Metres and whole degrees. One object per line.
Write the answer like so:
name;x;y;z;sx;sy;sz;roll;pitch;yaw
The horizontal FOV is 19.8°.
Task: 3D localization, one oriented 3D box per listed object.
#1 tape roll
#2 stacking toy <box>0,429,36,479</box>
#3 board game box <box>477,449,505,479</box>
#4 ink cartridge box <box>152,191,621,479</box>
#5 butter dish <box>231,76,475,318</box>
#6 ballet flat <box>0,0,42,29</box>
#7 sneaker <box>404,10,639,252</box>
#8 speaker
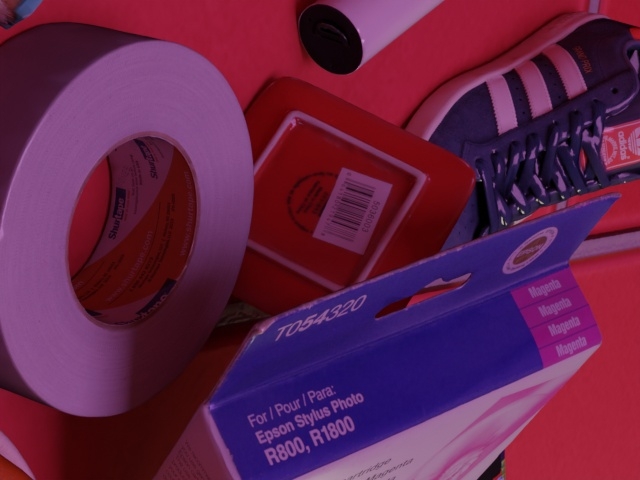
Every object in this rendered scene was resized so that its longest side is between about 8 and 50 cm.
tape roll;-0.132;-0.013;1.057;0.219;0.072;0.219;-28;126;-48
stacking toy;-0.105;0.285;0.845;0.350;0.479;0.351;-26;123;-49
board game box;0.084;0.169;1.467;0.170;0.048;0.141;-30;124;-46
ink cartridge box;0.027;0.129;1.161;0.324;0.071;0.330;-19;154;-41
butter dish;0.000;0.000;1.216;0.160;0.159;0.118;-58;166;-24
ballet flat;-0.111;-0.288;0.942;0.409;0.147;0.147;-62;145;-28
sneaker;0.187;-0.076;1.427;0.350;0.148;0.131;-43;135;-38
speaker;0.044;-0.167;1.267;0.136;0.055;0.055;-42;134;-40
